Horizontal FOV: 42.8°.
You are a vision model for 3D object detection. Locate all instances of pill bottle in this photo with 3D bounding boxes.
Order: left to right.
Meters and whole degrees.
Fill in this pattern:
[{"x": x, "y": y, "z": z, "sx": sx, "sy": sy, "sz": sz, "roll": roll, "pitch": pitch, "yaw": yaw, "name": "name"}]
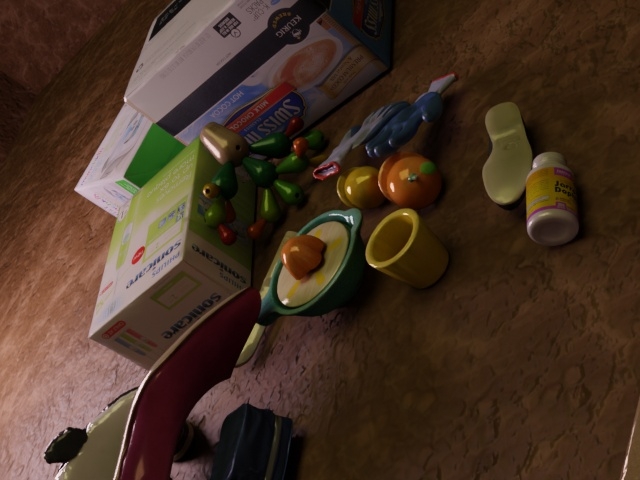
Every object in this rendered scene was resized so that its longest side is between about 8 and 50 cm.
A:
[{"x": 0.204, "y": -0.039, "z": 0.721, "sx": 0.043, "sy": 0.043, "sz": 0.083, "roll": -28, "pitch": 38, "yaw": 38, "name": "pill bottle"}]

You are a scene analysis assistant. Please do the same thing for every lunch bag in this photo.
[{"x": -0.065, "y": 0.214, "z": 0.819, "sx": 0.067, "sy": 0.065, "sz": 0.098, "roll": -43, "pitch": 28, "yaw": 50, "name": "lunch bag"}]

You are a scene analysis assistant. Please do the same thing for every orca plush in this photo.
[{"x": -0.251, "y": 0.306, "z": 0.959, "sx": 0.102, "sy": 0.151, "sz": 0.287, "roll": 141, "pitch": 140, "yaw": -79, "name": "orca plush"}]

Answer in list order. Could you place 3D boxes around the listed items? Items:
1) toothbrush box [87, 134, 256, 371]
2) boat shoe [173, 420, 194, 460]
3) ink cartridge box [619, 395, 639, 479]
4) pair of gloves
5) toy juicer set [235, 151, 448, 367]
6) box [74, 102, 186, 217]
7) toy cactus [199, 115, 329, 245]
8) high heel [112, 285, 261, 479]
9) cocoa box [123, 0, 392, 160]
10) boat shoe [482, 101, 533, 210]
[{"x": -0.206, "y": 0.015, "z": 1.184, "sx": 0.206, "sy": 0.122, "sz": 0.283, "roll": -37, "pitch": 34, "yaw": 27, "name": "toothbrush box"}, {"x": -0.208, "y": 0.233, "z": 1.021, "sx": 0.152, "sy": 0.049, "sz": 0.056, "roll": 3, "pitch": 59, "yaw": 55, "name": "boat shoe"}, {"x": 0.267, "y": 0.084, "z": 0.406, "sx": 0.193, "sy": 0.088, "sz": 0.234, "roll": 4, "pitch": 75, "yaw": 58, "name": "ink cartridge box"}, {"x": 0.082, "y": -0.134, "z": 0.969, "sx": 0.159, "sy": 0.023, "sz": 0.198, "roll": -47, "pitch": 19, "yaw": -31, "name": "pair of gloves"}, {"x": 0.000, "y": 0.000, "z": 0.930, "sx": 0.329, "sy": 0.089, "sz": 0.209, "roll": -29, "pitch": 37, "yaw": 38, "name": "toy juicer set"}, {"x": -0.314, "y": -0.181, "z": 1.554, "sx": 0.231, "sy": 0.127, "sz": 0.262, "roll": -3, "pitch": 57, "yaw": 52, "name": "box"}, {"x": -0.098, "y": -0.106, "z": 1.122, "sx": 0.180, "sy": 0.112, "sz": 0.219, "roll": 38, "pitch": 75, "yaw": 22, "name": "toy cactus"}, {"x": -0.141, "y": 0.234, "z": 0.865, "sx": 0.377, "sy": 0.181, "sz": 0.127, "roll": -52, "pitch": -1, "yaw": -10, "name": "high heel"}, {"x": -0.088, "y": -0.302, "z": 1.244, "sx": 0.347, "sy": 0.228, "sz": 0.231, "roll": -31, "pitch": 36, "yaw": 34, "name": "cocoa box"}, {"x": 0.185, "y": -0.078, "z": 0.796, "sx": 0.049, "sy": 0.042, "sz": 0.133, "roll": -13, "pitch": 45, "yaw": 22, "name": "boat shoe"}]
